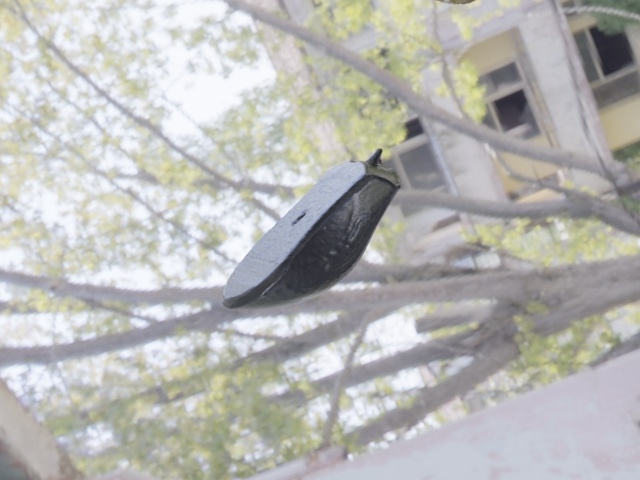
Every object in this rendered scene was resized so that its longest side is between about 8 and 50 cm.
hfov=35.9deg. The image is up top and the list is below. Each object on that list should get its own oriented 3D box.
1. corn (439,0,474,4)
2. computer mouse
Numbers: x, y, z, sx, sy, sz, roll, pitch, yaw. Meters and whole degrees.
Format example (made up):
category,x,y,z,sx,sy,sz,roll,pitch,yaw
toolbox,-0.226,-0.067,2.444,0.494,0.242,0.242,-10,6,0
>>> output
category,x,y,z,sx,sy,sz,roll,pitch,yaw
corn,0.196,-0.379,1.161,0.253,0.086,0.086,-67,-26,-18
computer mouse,0.000,0.000,1.158,0.088,0.264,0.147,45,171,-21
